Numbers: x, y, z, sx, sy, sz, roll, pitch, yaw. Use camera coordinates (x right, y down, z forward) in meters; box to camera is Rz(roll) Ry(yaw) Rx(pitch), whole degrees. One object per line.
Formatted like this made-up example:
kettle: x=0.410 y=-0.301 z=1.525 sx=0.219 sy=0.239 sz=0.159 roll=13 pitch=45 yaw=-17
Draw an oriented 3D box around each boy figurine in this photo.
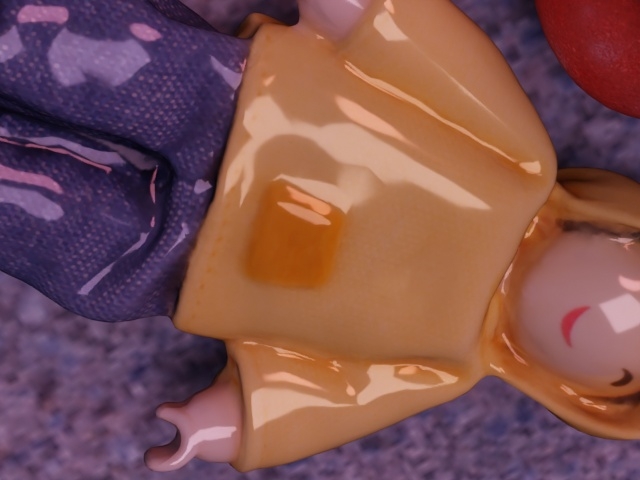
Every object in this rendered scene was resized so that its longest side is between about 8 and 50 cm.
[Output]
boy figurine: x=0.000 y=0.000 z=0.549 sx=0.285 sy=0.092 sz=0.177 roll=20 pitch=103 yaw=-13

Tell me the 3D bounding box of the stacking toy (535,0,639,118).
stacking toy: x=0.228 y=-0.093 z=0.572 sx=0.309 sy=0.130 sz=0.279 roll=36 pitch=75 yaw=-23
